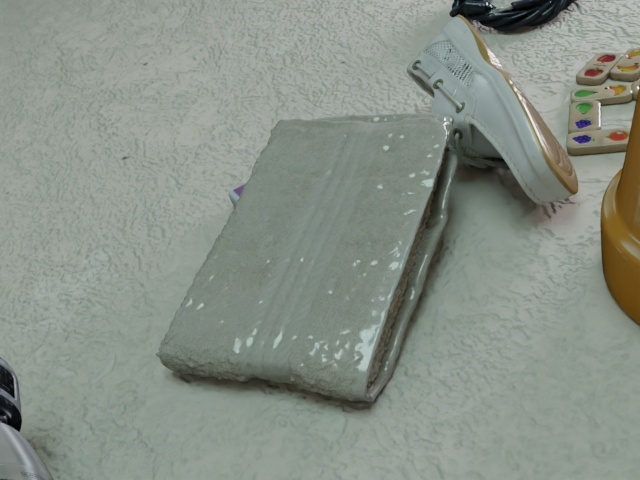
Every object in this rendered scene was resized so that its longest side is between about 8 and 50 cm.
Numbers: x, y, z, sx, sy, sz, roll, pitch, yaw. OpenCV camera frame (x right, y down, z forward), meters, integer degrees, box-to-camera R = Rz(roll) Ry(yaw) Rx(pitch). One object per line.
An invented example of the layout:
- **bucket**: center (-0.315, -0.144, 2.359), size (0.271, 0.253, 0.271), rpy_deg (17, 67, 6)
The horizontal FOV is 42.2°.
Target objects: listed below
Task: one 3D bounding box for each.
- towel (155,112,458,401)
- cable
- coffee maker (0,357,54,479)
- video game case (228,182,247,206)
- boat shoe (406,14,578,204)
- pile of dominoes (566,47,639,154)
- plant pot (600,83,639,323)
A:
- **towel**: center (0.000, 0.000, 0.682), size (0.187, 0.049, 0.282), rpy_deg (3, 50, 29)
- **cable**: center (0.257, -0.323, 1.047), size (0.150, 0.047, 0.184), rpy_deg (12, 44, 36)
- **coffee maker**: center (-0.252, 0.168, 0.523), size (0.171, 0.120, 0.178), rpy_deg (-31, 36, -18)
- **video game case**: center (0.005, -0.043, 0.794), size (0.143, 0.019, 0.157), rpy_deg (-29, 37, -15)
- **boat shoe**: center (0.147, -0.108, 0.767), size (0.096, 0.098, 0.277), rpy_deg (-36, 34, 15)
- **pile of dominoes**: center (0.360, -0.158, 0.776), size (0.251, 0.040, 0.196), rpy_deg (-3, 37, 19)
- **plant pot**: center (0.285, -0.058, 0.538), size (0.205, 0.188, 0.205), rpy_deg (-12, 35, 9)
